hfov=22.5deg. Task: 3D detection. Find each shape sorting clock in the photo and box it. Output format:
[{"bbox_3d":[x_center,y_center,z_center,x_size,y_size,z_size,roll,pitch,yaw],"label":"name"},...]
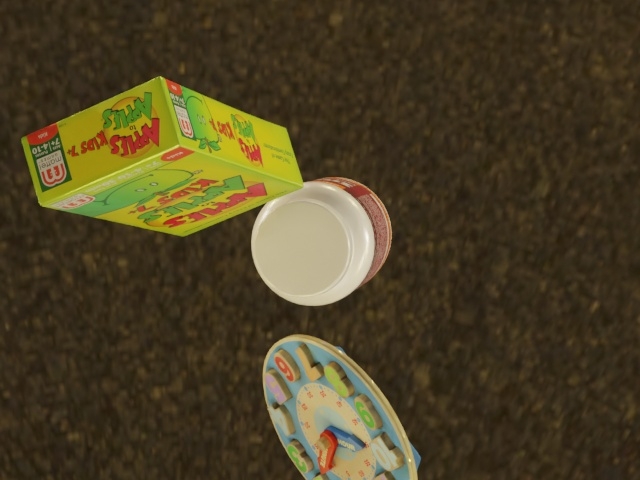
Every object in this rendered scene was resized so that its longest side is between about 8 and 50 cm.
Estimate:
[{"bbox_3d":[0.014,0.183,1.525,0.206,0.206,0.040,42,55,19],"label":"shape sorting clock"}]

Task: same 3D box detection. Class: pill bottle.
[{"bbox_3d":[0.000,0.000,1.126,0.086,0.152,0.086,1,94,9],"label":"pill bottle"}]

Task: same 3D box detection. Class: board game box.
[{"bbox_3d":[-0.088,-0.045,0.960,0.092,0.181,0.043,-22,77,18],"label":"board game box"}]
